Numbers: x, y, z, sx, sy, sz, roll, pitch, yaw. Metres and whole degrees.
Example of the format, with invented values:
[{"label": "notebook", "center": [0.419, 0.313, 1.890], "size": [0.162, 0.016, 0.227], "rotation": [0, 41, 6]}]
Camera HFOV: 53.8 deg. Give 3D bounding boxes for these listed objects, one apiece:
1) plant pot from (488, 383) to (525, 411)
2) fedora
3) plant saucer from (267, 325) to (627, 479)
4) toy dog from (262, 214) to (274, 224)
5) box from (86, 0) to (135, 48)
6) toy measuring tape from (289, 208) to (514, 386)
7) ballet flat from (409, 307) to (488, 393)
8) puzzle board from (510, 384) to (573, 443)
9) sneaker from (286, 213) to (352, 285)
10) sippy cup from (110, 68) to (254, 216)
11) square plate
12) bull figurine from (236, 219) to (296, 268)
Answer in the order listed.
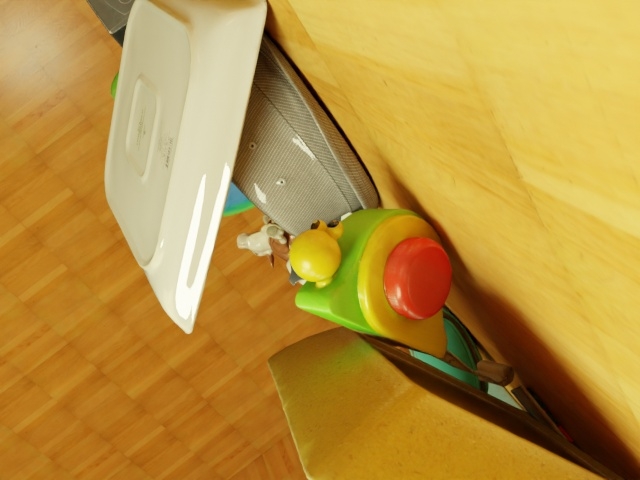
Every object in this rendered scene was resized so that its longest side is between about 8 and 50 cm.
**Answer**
[{"label": "plant pot", "center": [0.191, 0.333, 0.939], "size": [0.248, 0.252, 0.247], "rotation": [51, 177, 39]}, {"label": "fedora", "center": [-0.055, -0.107, 0.733], "size": [0.275, 0.124, 0.244], "rotation": [53, 178, -12]}, {"label": "plant saucer", "center": [0.128, 0.178, 0.556], "size": [0.332, 0.081, 0.333], "rotation": [27, 179, -10]}, {"label": "toy dog", "center": [-0.109, -0.158, 1.349], "size": [0.334, 0.161, 0.220], "rotation": [45, 167, -4]}, {"label": "box", "center": [-0.283, -0.379, 1.055], "size": [0.165, 0.143, 0.270], "rotation": [54, 178, 10]}, {"label": "toy measuring tape", "center": [0.099, 0.050, 0.597], "size": [0.330, 0.121, 0.121], "rotation": [27, -164, -39]}, {"label": "ballet flat", "center": [0.151, 0.118, 0.849], "size": [0.087, 0.083, 0.247], "rotation": [12, -145, -54]}, {"label": "puzzle board", "center": [0.258, 0.212, 0.689], "size": [0.128, 0.011, 0.096], "rotation": [53, 180, 18]}, {"label": "sneaker", "center": [0.000, 0.000, 0.954], "size": [0.094, 0.153, 0.235], "rotation": [50, 177, 38]}, {"label": "sippy cup", "center": [-0.178, -0.194, 1.027], "size": [0.305, 0.240, 0.224], "rotation": [77, 169, -59]}, {"label": "square plate", "center": [-0.182, -0.129, 0.718], "size": [0.049, 0.347, 0.344], "rotation": [3, -155, -32]}, {"label": "bull figurine", "center": [-0.024, 0.008, 1.172], "size": [0.310, 0.101, 0.188], "rotation": [17, 165, 18]}]
